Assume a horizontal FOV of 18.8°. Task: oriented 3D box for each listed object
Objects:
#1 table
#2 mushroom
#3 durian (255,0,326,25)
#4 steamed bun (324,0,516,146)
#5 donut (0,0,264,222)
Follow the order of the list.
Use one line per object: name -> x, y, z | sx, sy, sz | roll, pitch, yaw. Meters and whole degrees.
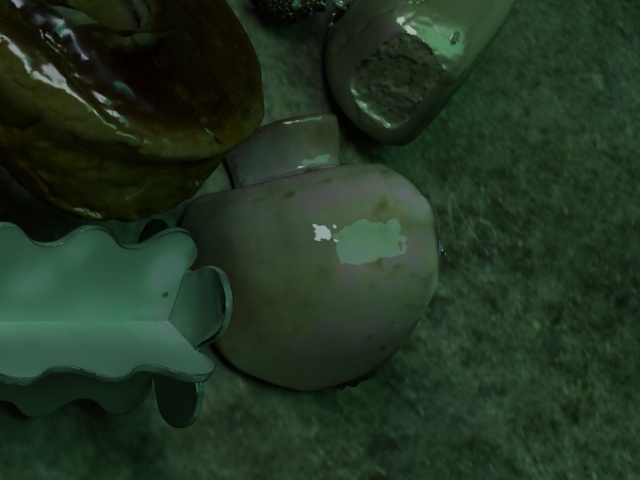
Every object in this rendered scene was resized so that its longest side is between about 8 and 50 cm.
table -> -0.192, 0.061, 1.442 | 0.198, 0.166, 0.166 | 2, 71, -39
mushroom -> -0.010, -0.001, 1.650 | 0.173, 0.162, 0.236 | 0, 71, -49
durian -> -0.029, -0.241, 1.803 | 0.091, 0.080, 0.080 | -16, 85, -39
steamed bun -> 0.091, -0.218, 1.864 | 0.153, 0.170, 0.238 | 35, 46, -5
donut -> -0.205, -0.153, 1.476 | 0.330, 0.160, 0.330 | 33, 27, -20
